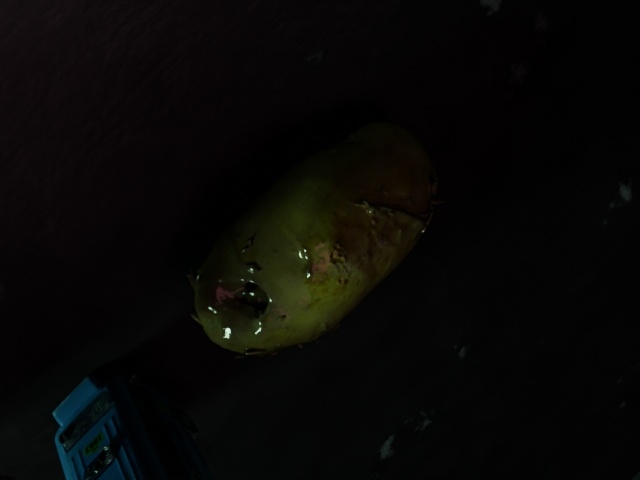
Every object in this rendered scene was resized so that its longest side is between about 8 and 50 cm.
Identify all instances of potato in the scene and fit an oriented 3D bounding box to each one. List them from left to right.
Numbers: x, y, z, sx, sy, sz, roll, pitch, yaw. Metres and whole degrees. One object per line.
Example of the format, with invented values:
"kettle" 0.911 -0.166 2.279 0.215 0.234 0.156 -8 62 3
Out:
"potato" 0.000 0.000 0.885 0.300 0.140 0.173 -39 145 -13

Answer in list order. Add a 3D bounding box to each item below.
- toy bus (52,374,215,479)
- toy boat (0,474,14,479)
"toy bus" -0.180 0.245 0.866 0.113 0.246 0.134 -45 129 1
"toy boat" -0.336 0.239 0.641 0.310 0.089 0.115 21 107 -52
